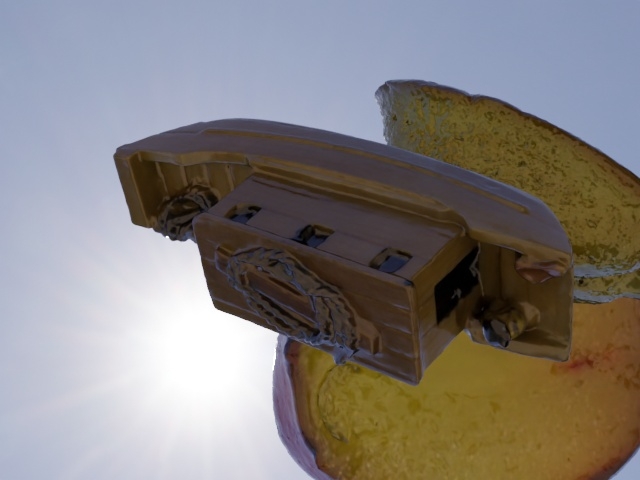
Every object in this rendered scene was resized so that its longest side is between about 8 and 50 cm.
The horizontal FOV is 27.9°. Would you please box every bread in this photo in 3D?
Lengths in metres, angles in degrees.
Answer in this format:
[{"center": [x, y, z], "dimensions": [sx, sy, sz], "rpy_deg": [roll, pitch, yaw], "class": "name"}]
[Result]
[{"center": [0.100, -0.015, 0.699], "dimensions": [0.188, 0.149, 0.065], "rpy_deg": [30, -104, 13], "class": "bread"}]

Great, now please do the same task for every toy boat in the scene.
[{"center": [0.000, 0.000, 0.475], "dimensions": [0.077, 0.201, 0.057], "rpy_deg": [-42, -44, -36], "class": "toy boat"}]

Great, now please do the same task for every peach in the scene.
[{"center": [0.108, 0.094, 1.015], "dimensions": [0.338, 0.281, 0.281], "rpy_deg": [0, -68, -53], "class": "peach"}]
